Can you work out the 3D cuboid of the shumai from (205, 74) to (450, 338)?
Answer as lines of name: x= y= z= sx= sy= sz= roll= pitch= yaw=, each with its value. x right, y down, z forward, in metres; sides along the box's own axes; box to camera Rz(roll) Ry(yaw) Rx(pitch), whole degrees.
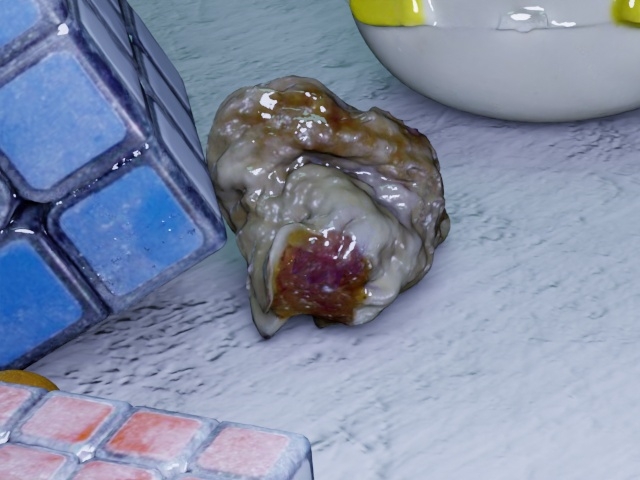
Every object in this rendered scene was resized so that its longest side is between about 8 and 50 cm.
shumai: x=-0.004 y=-0.001 z=1.293 sx=0.184 sy=0.218 sz=0.185 roll=12 pitch=69 yaw=18

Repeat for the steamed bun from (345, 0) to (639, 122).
steamed bun: x=0.206 y=-0.262 z=1.552 sx=0.374 sy=0.334 sz=0.334 roll=-1 pitch=27 yaw=15

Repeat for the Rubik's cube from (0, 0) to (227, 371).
Rubik's cube: x=-0.279 y=-0.092 z=1.205 sx=0.305 sy=0.301 sz=0.304 roll=-32 pitch=28 yaw=3

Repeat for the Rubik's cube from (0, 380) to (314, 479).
Rubik's cube: x=-0.139 y=0.223 z=0.755 sx=0.237 sy=0.237 sz=0.238 roll=7 pitch=30 yaw=23

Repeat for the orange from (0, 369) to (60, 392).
orange: x=-0.208 y=0.124 z=1.125 sx=0.085 sy=0.085 sz=0.085 roll=-3 pitch=28 yaw=2
